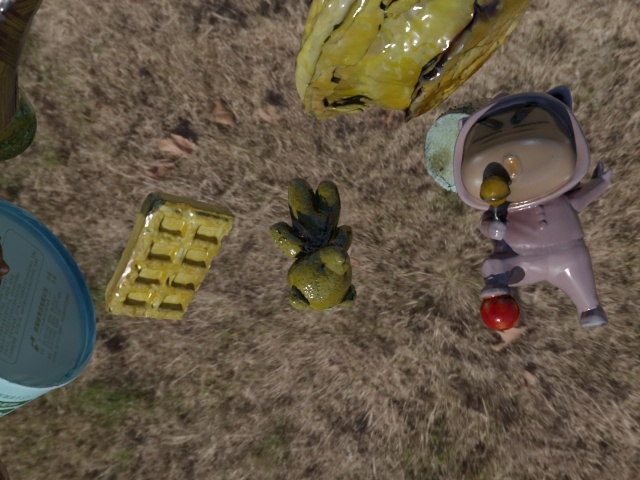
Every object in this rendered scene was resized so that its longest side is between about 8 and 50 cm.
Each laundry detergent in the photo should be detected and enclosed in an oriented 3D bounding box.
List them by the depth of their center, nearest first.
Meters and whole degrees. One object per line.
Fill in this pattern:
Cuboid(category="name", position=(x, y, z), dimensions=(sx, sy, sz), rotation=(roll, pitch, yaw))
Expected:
Cuboid(category="laundry detergent", position=(-0.521, 0.130, 0.900), dimensions=(0.305, 0.287, 0.287), rotation=(-29, 82, 15))

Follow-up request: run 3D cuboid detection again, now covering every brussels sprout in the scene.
Cuboid(category="brussels sprout", position=(-0.529, -0.200, 1.057), dimensions=(0.100, 0.139, 0.181), rotation=(59, 137, 43))

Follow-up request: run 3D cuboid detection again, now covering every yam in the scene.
Cuboid(category="yam", position=(0.283, -0.185, 1.213), dimensions=(0.153, 0.254, 0.154), rotation=(11, 117, 23))

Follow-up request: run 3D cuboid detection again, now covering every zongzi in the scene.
Cuboid(category="zongzi", position=(-0.303, -0.178, 0.641), dimensions=(0.184, 0.084, 0.187), rotation=(9, 127, 18))

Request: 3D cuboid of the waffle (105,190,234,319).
Cuboid(category="waffle", position=(-0.292, 0.033, 1.258), dimensions=(0.274, 0.167, 0.057), rotation=(-59, 41, 24))

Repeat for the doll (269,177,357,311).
Cuboid(category="doll", position=(0.000, 0.000, 0.981), dimensions=(0.137, 0.097, 0.210), rotation=(3, 72, -33))

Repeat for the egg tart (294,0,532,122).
Cuboid(category="egg tart", position=(0.083, -0.171, 0.496), dimensions=(0.241, 0.241, 0.106), rotation=(-44, 81, 6))

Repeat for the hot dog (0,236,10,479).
Cuboid(category="hot dog", position=(-0.222, 0.057, 0.280), dimensions=(0.174, 0.388, 0.267), rotation=(-7, 53, -26))

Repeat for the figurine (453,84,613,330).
Cuboid(category="figurine", position=(0.242, -0.043, 0.745), dimensions=(0.176, 0.186, 0.288), rotation=(-5, 78, 20))
